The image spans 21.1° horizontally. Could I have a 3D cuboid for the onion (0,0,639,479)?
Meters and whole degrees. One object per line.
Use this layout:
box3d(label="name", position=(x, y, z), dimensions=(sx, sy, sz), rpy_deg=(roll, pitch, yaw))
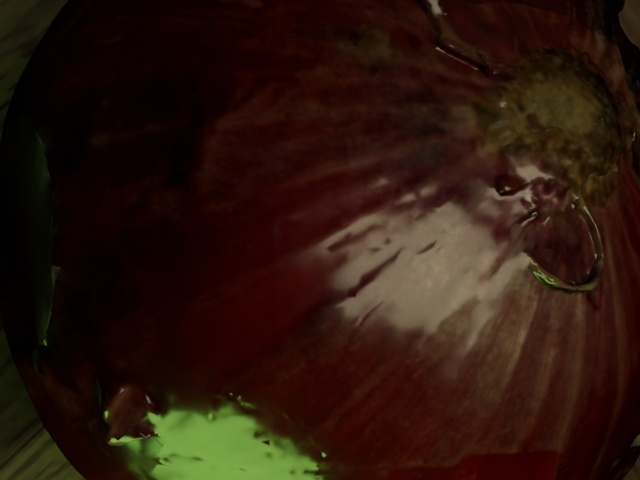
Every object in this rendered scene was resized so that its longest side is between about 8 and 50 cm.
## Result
box3d(label="onion", position=(0.005, 0.002, 0.785), dimensions=(0.341, 0.341, 0.341), rpy_deg=(-3, 95, -30))
